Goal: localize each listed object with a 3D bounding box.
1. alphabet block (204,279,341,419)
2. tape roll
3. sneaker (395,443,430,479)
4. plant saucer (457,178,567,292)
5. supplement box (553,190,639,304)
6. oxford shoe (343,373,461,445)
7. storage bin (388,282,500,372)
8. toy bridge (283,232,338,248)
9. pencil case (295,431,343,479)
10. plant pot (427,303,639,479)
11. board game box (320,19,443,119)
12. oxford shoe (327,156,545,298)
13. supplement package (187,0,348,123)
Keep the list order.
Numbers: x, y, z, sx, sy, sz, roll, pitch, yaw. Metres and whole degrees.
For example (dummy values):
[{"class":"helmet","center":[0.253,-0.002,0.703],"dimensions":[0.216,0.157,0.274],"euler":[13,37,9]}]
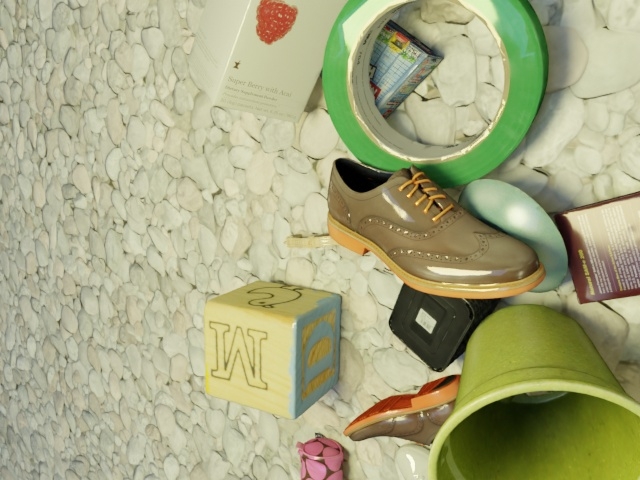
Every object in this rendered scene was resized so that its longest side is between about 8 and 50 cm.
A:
[{"class":"alphabet block","center":[-0.088,0.199,1.106],"dimensions":[0.197,0.192,0.194],"euler":[7,101,26]},{"class":"tape roll","center":[0.161,-0.238,0.851],"dimensions":[0.321,0.077,0.321],"euler":[12,119,23]},{"class":"sneaker","center":[0.196,0.456,1.004],"dimensions":[0.212,0.094,0.080],"euler":[51,127,20]},{"class":"plant saucer","center":[0.261,0.004,0.838],"dimensions":[0.195,0.037,0.195],"euler":[45,157,25]},{"class":"supplement box","center":[0.439,-0.005,0.732],"dimensions":[0.239,0.073,0.130],"euler":[-16,88,39]},{"class":"oxford shoe","center":[0.151,0.325,1.018],"dimensions":[0.271,0.097,0.098],"euler":[-32,84,38]},{"class":"storage bin","center":[0.192,0.106,0.910],"dimensions":[0.122,0.084,0.180],"euler":[42,142,26]},{"class":"toy bridge","center":[0.000,0.000,1.097],"dimensions":[0.188,0.063,0.026],"euler":[-4,96,39]},{"class":"pencil case","center":[-0.004,0.510,1.181],"dimensions":[0.098,0.095,0.209],"euler":[2,100,3]},{"class":"plant pot","center":[0.285,0.220,0.755],"dimensions":[0.276,0.254,0.276],"euler":[5,115,11]},{"class":"board game box","center":[0.076,-0.278,0.985],"dimensions":[0.194,0.060,0.194],"euler":[45,122,23]},{"class":"oxford shoe","center":[0.138,-0.026,0.814],"dimensions":[0.363,0.130,0.133],"euler":[22,132,39]},{"class":"supplement package","center":[-0.086,-0.383,0.992],"dimensions":[0.175,0.177,0.293],"euler":[57,131,42]}]
